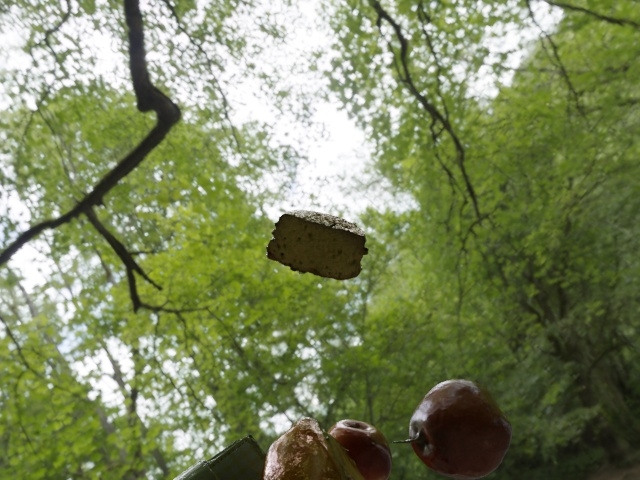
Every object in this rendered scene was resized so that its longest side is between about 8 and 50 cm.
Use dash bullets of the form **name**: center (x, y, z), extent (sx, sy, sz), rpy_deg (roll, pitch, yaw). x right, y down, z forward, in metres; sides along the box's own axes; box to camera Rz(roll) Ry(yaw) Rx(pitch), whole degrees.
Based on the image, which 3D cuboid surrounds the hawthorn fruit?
- **hawthorn fruit**: center (0.172, 0.243, 0.705), extent (0.140, 0.125, 0.125), rpy_deg (-34, -28, -47)

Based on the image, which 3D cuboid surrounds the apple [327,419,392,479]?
- **apple**: center (0.079, 0.474, 1.249), extent (0.163, 0.163, 0.139), rpy_deg (4, -98, -55)

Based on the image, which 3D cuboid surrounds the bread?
- **bread**: center (0.000, 0.000, 1.330), extent (0.139, 0.228, 0.143), rpy_deg (-68, -5, -67)

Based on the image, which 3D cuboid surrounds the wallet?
- **wallet**: center (-0.209, 0.550, 1.104), extent (0.309, 0.223, 0.077), rpy_deg (-26, -14, -38)

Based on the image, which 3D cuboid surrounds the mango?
- **mango**: center (0.004, 0.488, 0.967), extent (0.199, 0.350, 0.201), rpy_deg (-13, -52, -9)
